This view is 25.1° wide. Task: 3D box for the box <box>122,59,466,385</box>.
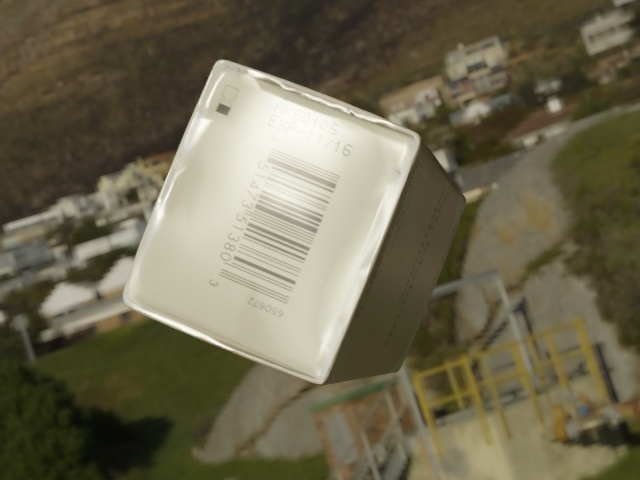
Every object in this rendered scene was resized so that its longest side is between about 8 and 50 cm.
[{"bbox_3d":[0.000,0.000,0.886,0.121,0.148,0.311,22,1,11],"label":"box"}]
